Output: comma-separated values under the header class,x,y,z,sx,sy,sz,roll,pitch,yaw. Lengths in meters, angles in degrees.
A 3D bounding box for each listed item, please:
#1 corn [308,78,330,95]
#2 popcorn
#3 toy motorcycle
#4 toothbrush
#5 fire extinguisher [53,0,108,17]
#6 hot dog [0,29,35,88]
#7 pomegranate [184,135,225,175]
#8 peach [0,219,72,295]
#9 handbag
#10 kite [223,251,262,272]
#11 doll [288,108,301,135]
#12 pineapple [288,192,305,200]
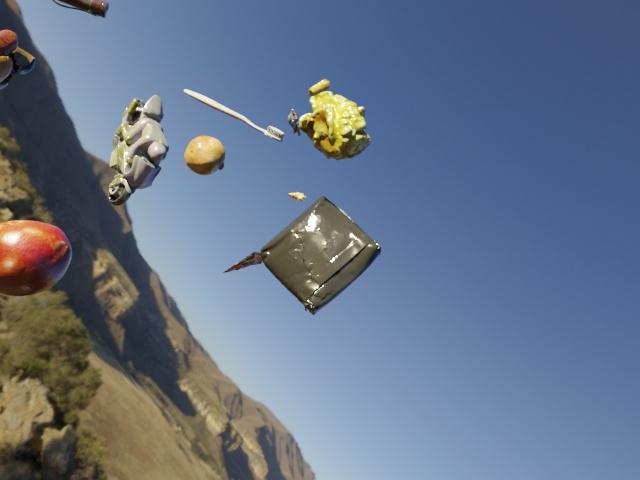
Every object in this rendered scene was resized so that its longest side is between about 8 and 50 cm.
class,x,y,z,sx,sy,sz,roll,pitch,yaw
corn,-0.002,-0.401,1.224,0.028,0.083,0.027,-14,-68,48
popcorn,0.083,-0.522,2.175,0.335,0.274,0.279,44,-5,41
toy motorcycle,-0.348,-0.179,0.903,0.152,0.225,0.073,-6,-20,35
toothbrush,-0.244,-0.362,1.329,0.307,0.025,0.029,25,-60,-8
fire extinguisher,-0.671,-0.657,1.276,0.157,0.078,0.045,16,-36,-20
hot dog,-0.886,-0.474,1.171,0.107,0.326,0.194,-28,-60,39
pomegranate,-0.544,-0.401,2.205,0.191,0.191,0.191,42,-24,24
peach,-0.779,0.044,1.238,0.243,0.243,0.199,11,-72,59
handbag,-0.003,0.029,1.156,0.223,0.247,0.080,43,-13,26
kite,-0.207,0.058,1.469,0.125,0.222,0.008,101,-28,-66
doll,-0.100,-0.440,1.730,0.114,0.039,0.057,76,2,-53
pineapple,-0.085,-0.171,1.811,0.083,0.045,0.019,21,-55,42
